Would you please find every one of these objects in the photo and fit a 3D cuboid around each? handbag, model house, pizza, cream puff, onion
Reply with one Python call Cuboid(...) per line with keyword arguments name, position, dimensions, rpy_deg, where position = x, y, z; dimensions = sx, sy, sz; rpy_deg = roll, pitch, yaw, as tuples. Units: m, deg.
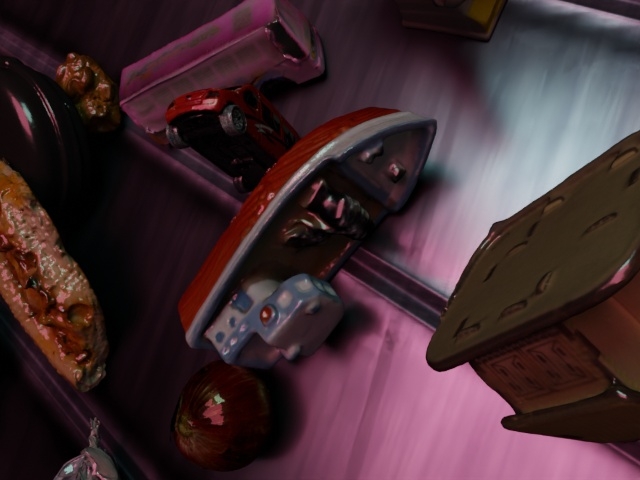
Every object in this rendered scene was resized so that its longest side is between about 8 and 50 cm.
Cuboid(name="handbag", position=(-0.478, -0.147, 0.804), dimensions=(0.307, 0.093, 0.254), rpy_deg=(13, 114, 29))
Cuboid(name="model house", position=(0.265, 0.095, 0.424), dimensions=(0.278, 0.218, 0.205), rpy_deg=(43, 53, -1))
Cuboid(name="pizza", position=(-0.383, 0.034, 0.701), dimensions=(0.182, 0.073, 0.366), rpy_deg=(-21, 95, 46))
Cuboid(name="cream puff", position=(-0.361, -0.225, 0.823), dimensions=(0.094, 0.122, 0.116), rpy_deg=(-46, 22, -1))
Cuboid(name="onion", position=(-0.101, 0.192, 0.574), dimensions=(0.118, 0.118, 0.117), rpy_deg=(18, 114, 29))

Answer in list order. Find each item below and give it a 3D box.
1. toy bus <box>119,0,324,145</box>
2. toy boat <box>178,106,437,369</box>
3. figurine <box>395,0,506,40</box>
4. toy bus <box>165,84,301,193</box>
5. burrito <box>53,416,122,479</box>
Cuboid(name="toy bus", position=(-0.136, -0.225, 0.711), dimensions=(0.273, 0.112, 0.090), rpy_deg=(-19, 60, 20))
Cuboid(name="toy boat", position=(0.000, 0.000, 0.552), dimensions=(0.332, 0.145, 0.133), rpy_deg=(-52, 51, 7))
Cuboid(name="figurine", position=(0.096, -0.357, 0.534), dimensions=(0.167, 0.285, 0.343), rpy_deg=(-41, 60, 12))
Cuboid(name="toy bus", position=(-0.090, -0.123, 0.605), dimensions=(0.081, 0.195, 0.089), rpy_deg=(-8, 69, 24))
Cuboid(name="burrito", position=(-0.285, 0.436, 0.593), dimensions=(0.138, 0.101, 0.446), rpy_deg=(-2, 74, 30))
